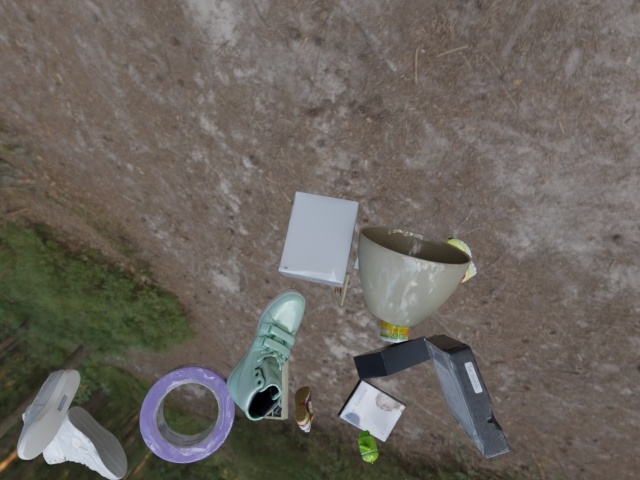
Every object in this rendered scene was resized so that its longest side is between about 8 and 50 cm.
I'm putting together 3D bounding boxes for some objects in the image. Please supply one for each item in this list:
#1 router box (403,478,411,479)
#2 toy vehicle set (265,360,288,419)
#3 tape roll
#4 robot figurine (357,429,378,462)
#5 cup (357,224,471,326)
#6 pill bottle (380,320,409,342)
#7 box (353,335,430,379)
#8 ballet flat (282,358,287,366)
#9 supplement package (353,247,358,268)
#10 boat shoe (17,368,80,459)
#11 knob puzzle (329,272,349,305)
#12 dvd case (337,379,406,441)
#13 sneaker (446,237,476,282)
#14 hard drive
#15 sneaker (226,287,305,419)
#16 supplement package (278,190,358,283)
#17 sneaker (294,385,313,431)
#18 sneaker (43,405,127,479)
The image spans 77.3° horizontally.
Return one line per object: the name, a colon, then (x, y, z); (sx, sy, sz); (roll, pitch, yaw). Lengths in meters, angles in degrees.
router box: (0.262, 0.614, 0.872); (0.179, 0.046, 0.133); (8, 99, 12)
toy vehicle set: (-0.208, 0.591, 1.656); (0.166, 0.266, 0.035); (-13, 158, 33)
tape roll: (-0.281, 0.365, 0.863); (0.189, 0.189, 0.080); (38, 163, -3)
robot figurine: (0.186, 0.808, 1.564); (0.067, 0.115, 0.101); (-17, 144, 3)
cup: (0.252, 0.115, 1.210); (0.331, 0.331, 0.236); (18, 107, 17)
pill bottle: (0.370, 0.368, 1.967); (0.137, 0.136, 0.245); (3, 84, 29)
box: (0.297, 0.482, 1.642); (0.184, 0.261, 0.103); (-37, 65, 50)
ballet flat: (-0.162, 0.336, 1.021); (0.070, 0.188, 0.070); (50, 180, 1)
supplement package: (0.237, 0.067, 2.012); (0.105, 0.105, 0.179); (13, 151, 3)
boat shoe: (-0.574, 0.352, 0.828); (0.063, 0.184, 0.066); (-3, 138, 7)
knob puzzle: (0.085, 0.188, 1.913); (0.030, 0.213, 0.213); (-2, 142, -24)
dvd case: (0.220, 0.712, 1.679); (0.253, 0.180, 0.022); (34, 175, -14)
sneaker: (0.556, 0.083, 1.611); (0.208, 0.094, 0.081); (58, 158, -17)
hard drive: (0.358, 0.373, 1.031); (0.064, 0.339, 0.236); (-19, 81, 4)
sneaker: (-0.083, 0.226, 0.795); (0.094, 0.255, 0.151); (32, 174, -28)
supplement package: (0.000, 0.000, 1.286); (0.204, 0.261, 0.145); (11, 170, 6)
sneaker: (-0.064, 0.680, 1.619); (0.070, 0.185, 0.083); (-15, 116, 13)
sneaker: (-0.800, 0.710, 1.344); (0.169, 0.108, 0.292); (-34, 98, 6)
